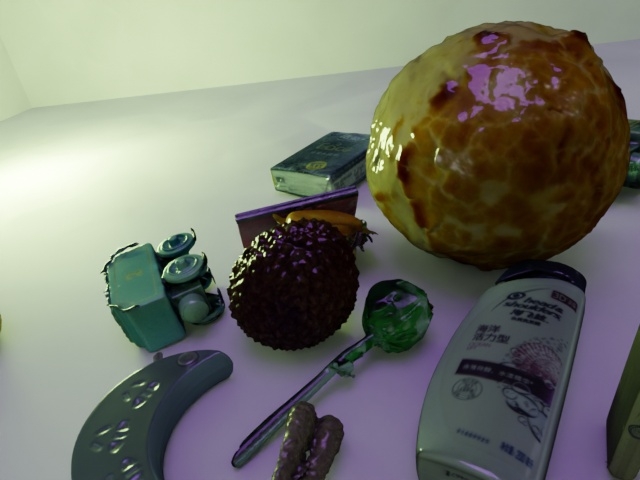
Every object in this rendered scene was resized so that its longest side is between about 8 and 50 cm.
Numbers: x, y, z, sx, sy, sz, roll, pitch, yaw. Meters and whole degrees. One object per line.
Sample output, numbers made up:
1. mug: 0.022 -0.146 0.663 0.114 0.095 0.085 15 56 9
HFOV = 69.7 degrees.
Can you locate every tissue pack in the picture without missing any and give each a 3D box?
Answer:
1. tissue pack: 0.027 -0.189 1.146 0.185 0.081 0.257 15 39 34

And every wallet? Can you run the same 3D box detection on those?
1. wallet: -0.043 -0.040 0.885 0.232 0.119 0.025 -14 62 -9

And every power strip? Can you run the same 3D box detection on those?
1. power strip: 0.296 0.144 0.423 0.028 0.169 0.076 11 36 26
2. power strip: -0.192 0.217 0.538 0.167 0.054 0.253 -8 31 -1

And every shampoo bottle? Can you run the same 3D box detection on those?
1. shampoo bottle: 0.219 0.140 0.542 0.134 0.078 0.359 10 35 33

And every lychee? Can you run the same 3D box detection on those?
1. lychee: -0.034 0.056 0.637 0.188 0.188 0.188 -6 30 4

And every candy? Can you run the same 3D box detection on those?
1. candy: 0.020 0.162 0.576 0.323 0.097 0.097 -36 39 -25

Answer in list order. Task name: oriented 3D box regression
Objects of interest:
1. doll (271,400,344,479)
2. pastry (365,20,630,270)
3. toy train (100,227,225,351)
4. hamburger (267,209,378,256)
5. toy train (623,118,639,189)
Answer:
1. doll: -0.042 0.246 0.374 0.091 0.203 0.286 -42 33 21
2. pastry: 0.264 -0.128 0.700 0.388 0.388 0.312 -3 30 9
3. toy train: -0.254 0.076 0.745 0.163 0.112 0.203 -24 33 -14
4. hamburger: 0.004 0.000 0.799 0.189 0.093 0.164 -1 14 -17
5. toy train: 0.522 -0.203 0.993 0.237 0.150 0.369 -19 31 -34
